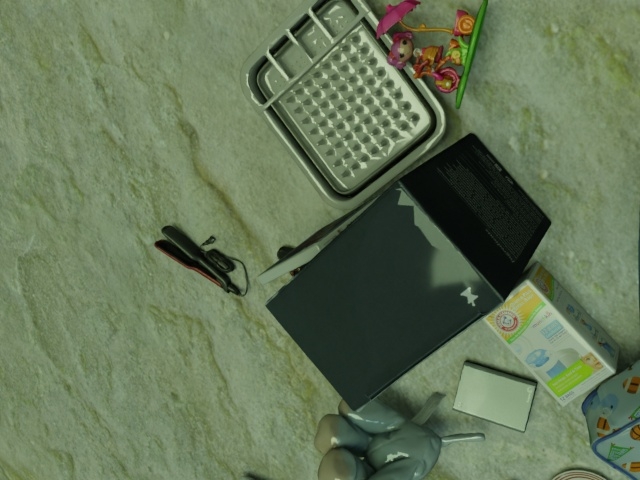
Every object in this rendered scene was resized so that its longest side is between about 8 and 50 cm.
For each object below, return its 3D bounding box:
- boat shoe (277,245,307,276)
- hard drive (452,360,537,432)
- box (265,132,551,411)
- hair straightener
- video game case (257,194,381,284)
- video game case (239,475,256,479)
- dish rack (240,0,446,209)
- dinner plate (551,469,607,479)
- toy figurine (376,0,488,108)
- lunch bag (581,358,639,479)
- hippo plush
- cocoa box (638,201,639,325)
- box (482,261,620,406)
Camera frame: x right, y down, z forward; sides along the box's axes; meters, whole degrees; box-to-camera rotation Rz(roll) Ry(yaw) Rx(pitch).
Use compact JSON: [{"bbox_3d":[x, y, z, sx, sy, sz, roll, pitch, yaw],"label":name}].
[{"bbox_3d":[-0.035,0.059,1.485,0.133,0.042,0.049,40,121,12],"label":"boat shoe"},{"bbox_3d":[0.317,0.284,1.377,0.135,0.022,0.094,15,94,21],"label":"hard drive"},{"bbox_3d":[0.152,0.032,1.177,0.212,0.395,0.293,49,119,3],"label":"box"},{"bbox_3d":[-0.240,0.037,1.575,0.230,0.047,0.089,36,118,12],"label":"hair straightener"},{"bbox_3d":[0.000,0.000,1.332,0.023,0.183,0.201,56,142,-5],"label":"video game case"},{"bbox_3d":[-0.105,0.709,1.599,0.329,0.036,0.300,18,81,36],"label":"video game case"},{"bbox_3d":[0.042,-0.251,1.331,0.285,0.072,0.333,-37,87,30],"label":"dish rack"},{"bbox_3d":[0.481,0.479,1.374,0.141,0.017,0.141,8,109,23],"label":"dinner plate"},{"bbox_3d":[0.166,-0.311,1.198,0.159,0.130,0.173,15,106,10],"label":"toy figurine"},{"bbox_3d":[0.578,0.274,1.177,0.243,0.115,0.303,33,124,-20],"label":"lunch bag"},{"bbox_3d":[0.112,0.429,1.456,0.234,0.294,0.237,44,148,29],"label":"hippo plush"},{"bbox_3d":[0.553,0.011,0.999,0.227,0.347,0.232,1,107,27],"label":"cocoa box"},{"bbox_3d":[0.385,0.154,1.269,0.203,0.103,0.114,48,119,6],"label":"box"}]
